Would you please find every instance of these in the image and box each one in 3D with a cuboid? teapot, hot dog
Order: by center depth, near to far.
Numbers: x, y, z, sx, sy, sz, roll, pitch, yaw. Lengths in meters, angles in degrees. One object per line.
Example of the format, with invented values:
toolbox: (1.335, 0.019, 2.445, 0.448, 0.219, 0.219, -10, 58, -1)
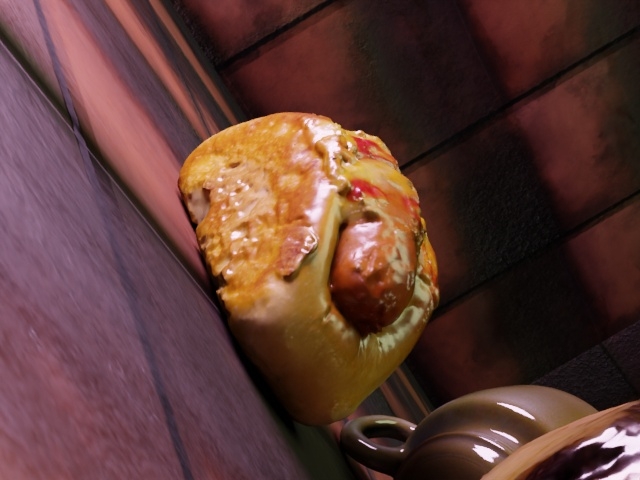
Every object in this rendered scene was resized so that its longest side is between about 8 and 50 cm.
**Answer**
hot dog: (0.000, 0.000, 0.844, 0.150, 0.153, 0.256, 57, 3, -36)
teapot: (0.124, 0.205, 0.916, 0.268, 0.185, 0.175, 26, 15, 34)

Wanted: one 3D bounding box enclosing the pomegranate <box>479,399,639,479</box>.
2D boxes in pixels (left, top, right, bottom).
pomegranate: (0.158, 0.195, 0.381, 0.322, 0.322, 0.322, 59, 3, -4)
